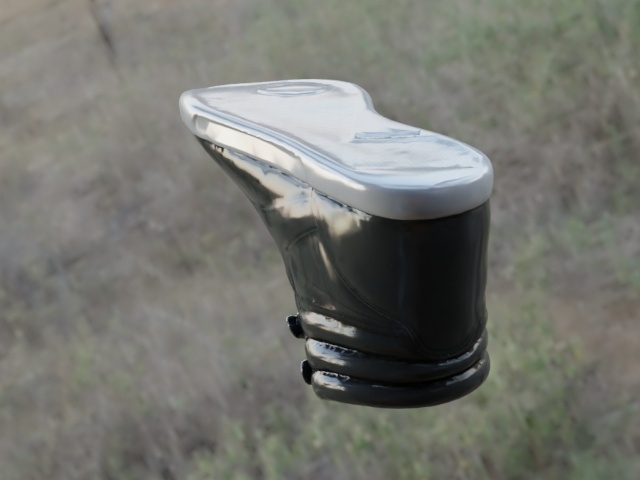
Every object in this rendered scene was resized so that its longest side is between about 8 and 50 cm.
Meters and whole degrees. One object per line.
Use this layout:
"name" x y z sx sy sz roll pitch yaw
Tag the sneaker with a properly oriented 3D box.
"sneaker" 0.000 0.000 1.043 0.104 0.147 0.296 -10 20 -22
